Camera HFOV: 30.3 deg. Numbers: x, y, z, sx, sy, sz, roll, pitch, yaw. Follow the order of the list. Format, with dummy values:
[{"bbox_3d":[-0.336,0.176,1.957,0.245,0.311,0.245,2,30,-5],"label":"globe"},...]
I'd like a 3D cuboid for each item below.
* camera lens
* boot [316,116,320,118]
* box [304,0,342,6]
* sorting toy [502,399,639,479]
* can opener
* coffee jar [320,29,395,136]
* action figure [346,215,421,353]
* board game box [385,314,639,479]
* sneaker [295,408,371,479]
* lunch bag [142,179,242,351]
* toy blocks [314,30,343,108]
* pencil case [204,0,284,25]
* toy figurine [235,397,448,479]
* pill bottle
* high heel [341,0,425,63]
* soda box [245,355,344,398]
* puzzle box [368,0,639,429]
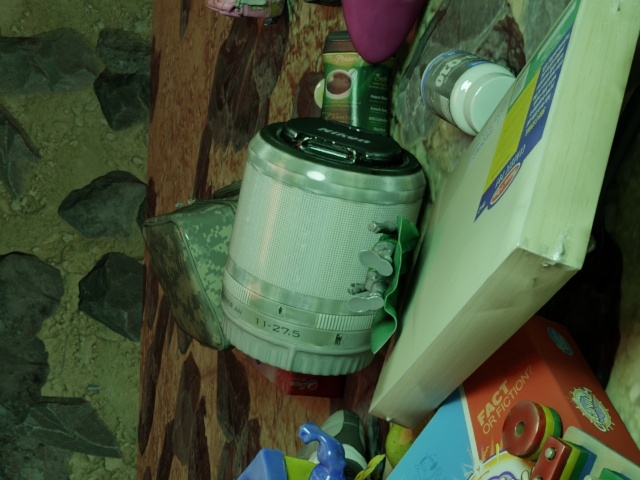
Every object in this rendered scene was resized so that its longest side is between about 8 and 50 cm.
[{"bbox_3d":[0.000,0.000,1.450,0.219,0.219,0.274,-124,43,-65],"label":"camera lens"},{"bbox_3d":[-0.019,-0.135,1.863,0.099,0.045,0.121,155,127,-67],"label":"boot"},{"bbox_3d":[0.042,-0.451,1.764,0.233,0.059,0.183,-158,75,-72],"label":"box"},{"bbox_3d":[0.183,0.213,0.834,0.132,0.046,0.274,-67,25,4],"label":"sorting toy"},{"bbox_3d":[0.228,-0.056,1.007,0.073,0.059,0.186,-111,32,-58],"label":"can opener"},{"bbox_3d":[0.047,-0.189,1.573,0.096,0.079,0.184,8,95,42],"label":"coffee jar"},{"bbox_3d":[0.070,0.023,1.244,0.232,0.063,0.137,-45,-30,-78],"label":"action figure"},{"bbox_3d":[0.169,0.245,0.974,0.242,0.064,0.316,-58,27,23],"label":"board game box"},{"bbox_3d":[0.000,0.322,1.562,0.271,0.100,0.108,121,165,-46],"label":"sneaker"},{"bbox_3d":[-0.097,0.017,1.722,0.212,0.256,0.305,71,162,-5],"label":"lunch bag"},{"bbox_3d":[0.043,-0.233,1.686,0.148,0.054,0.123,-137,57,-67],"label":"toy blocks"},{"bbox_3d":[-0.095,-0.580,2.098,0.167,0.160,0.386,48,133,36],"label":"pencil case"},{"bbox_3d":[-0.008,0.298,1.288,0.362,0.217,0.191,-53,32,43],"label":"toy figurine"},{"bbox_3d":[0.162,-0.150,1.227,0.137,0.078,0.078,-131,51,-67],"label":"pill bottle"},{"bbox_3d":[0.118,-0.381,1.401,0.181,0.127,0.377,-133,47,-59],"label":"high heel"},{"bbox_3d":[-0.040,0.164,1.745,0.263,0.083,0.092,-167,84,-73],"label":"soda box"},{"bbox_3d":[0.153,-0.014,1.044,0.409,0.052,0.272,118,173,-63],"label":"puzzle box"}]
